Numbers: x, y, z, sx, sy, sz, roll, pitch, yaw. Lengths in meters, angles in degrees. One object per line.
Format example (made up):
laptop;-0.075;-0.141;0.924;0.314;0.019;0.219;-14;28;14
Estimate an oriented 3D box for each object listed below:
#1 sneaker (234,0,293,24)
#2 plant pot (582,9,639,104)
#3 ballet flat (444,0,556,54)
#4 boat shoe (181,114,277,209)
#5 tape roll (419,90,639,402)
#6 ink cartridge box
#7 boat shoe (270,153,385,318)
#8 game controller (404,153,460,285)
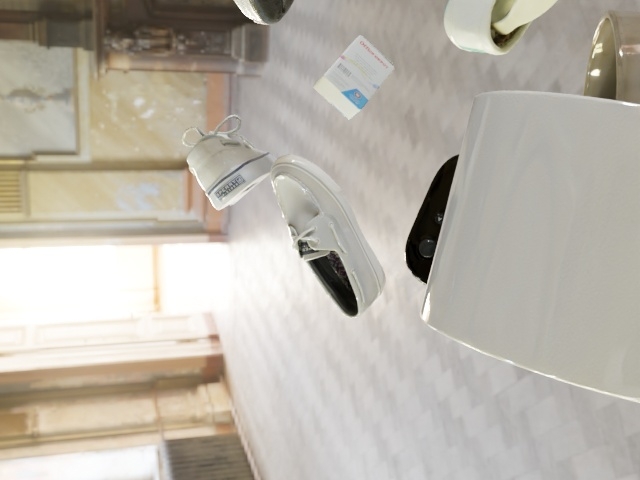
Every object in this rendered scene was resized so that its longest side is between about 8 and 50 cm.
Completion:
sneaker;-0.210;-0.555;1.276;0.257;0.169;0.447;8;137;35
plant pot;0.497;-0.130;1.026;0.323;0.280;0.323;4;-90;-79
ballet flat;0.326;-0.409;1.054;0.400;0.139;0.139;-52;31;16
boat shoe;-0.181;-0.152;1.452;0.156;0.136;0.367;51;-171;-4
tape roll;0.207;0.003;0.563;0.246;0.246;0.169;-153;75;-71
ink cartridge box;0.061;-0.289;1.406;0.122;0.088;0.052;-52;9;-26
boat shoe;0.000;0.000;0.813;0.066;0.063;0.184;-11;118;36
game controller;0.260;0.022;0.887;0.166;0.319;0.067;-68;-12;4
